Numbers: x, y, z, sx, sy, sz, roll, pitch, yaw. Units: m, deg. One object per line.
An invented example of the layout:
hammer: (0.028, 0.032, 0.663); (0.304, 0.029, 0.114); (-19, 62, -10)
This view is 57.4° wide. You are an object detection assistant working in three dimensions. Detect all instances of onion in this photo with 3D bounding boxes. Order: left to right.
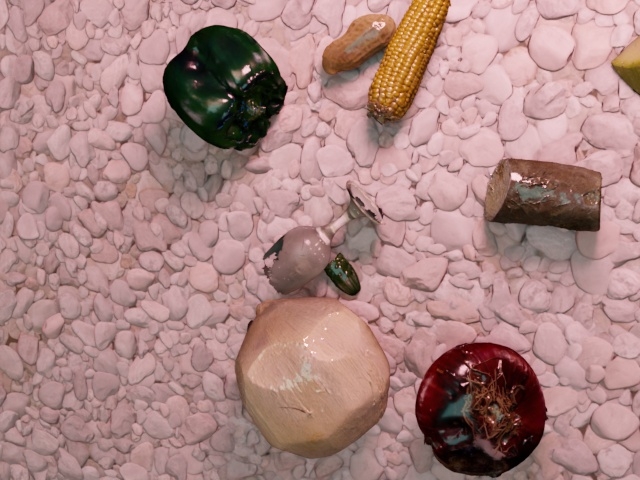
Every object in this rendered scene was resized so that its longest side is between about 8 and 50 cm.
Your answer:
onion: (0.361, 0.381, 1.337); (0.313, 0.232, 0.314); (0, 90, -10)

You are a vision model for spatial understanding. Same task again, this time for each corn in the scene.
corn: (0.196, -0.412, 1.320); (0.115, 0.115, 0.318); (24, 101, 10)

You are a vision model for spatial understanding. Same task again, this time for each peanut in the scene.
peanut: (0.085, -0.458, 1.357); (0.194, 0.083, 0.094); (-27, 104, 15)

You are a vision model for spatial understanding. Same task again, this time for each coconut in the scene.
coconut: (-0.026, 0.289, 1.359); (0.346, 0.346, 0.361); (-27, 97, 16)

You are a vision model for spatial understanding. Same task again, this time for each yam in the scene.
yam: (0.489, -0.099, 1.274); (0.254, 0.154, 0.154); (9, 100, 16)

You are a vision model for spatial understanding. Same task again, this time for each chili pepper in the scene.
chili pepper: (-0.229, -0.359, 1.387); (0.248, 0.233, 0.256); (-46, 76, 0)

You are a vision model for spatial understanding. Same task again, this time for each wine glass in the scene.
wine glass: (0.000, 0.000, 1.414); (0.321, 0.143, 0.143); (-40, 87, 15)

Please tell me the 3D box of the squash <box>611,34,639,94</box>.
squash: (0.739, -0.376, 1.201); (0.184, 0.085, 0.192); (46, 107, 6)

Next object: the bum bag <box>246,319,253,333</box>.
bum bag: (-0.175, 0.309, 1.544); (0.087, 0.049, 0.198); (23, 107, 50)

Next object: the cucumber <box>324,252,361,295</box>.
cucumber: (0.058, 0.093, 1.465); (0.067, 0.035, 0.107); (-40, 88, 14)
